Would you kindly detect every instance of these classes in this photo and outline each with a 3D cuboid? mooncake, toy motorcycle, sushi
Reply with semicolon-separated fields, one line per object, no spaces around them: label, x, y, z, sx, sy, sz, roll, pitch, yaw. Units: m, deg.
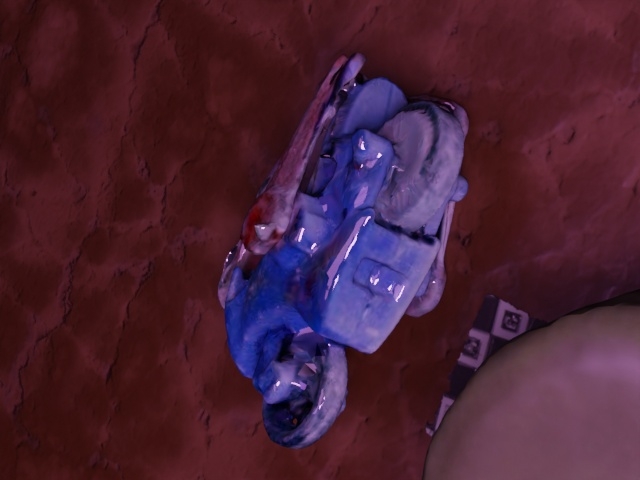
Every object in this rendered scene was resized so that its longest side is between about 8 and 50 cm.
mooncake;0.252;0.205;0.914;0.356;0.194;0.356;1;91;33
toy motorcycle;0.021;0.010;1.184;0.182;0.241;0.319;27;96;-3
sushi;0.174;0.139;1.103;0.201;0.031;0.139;27;100;38
